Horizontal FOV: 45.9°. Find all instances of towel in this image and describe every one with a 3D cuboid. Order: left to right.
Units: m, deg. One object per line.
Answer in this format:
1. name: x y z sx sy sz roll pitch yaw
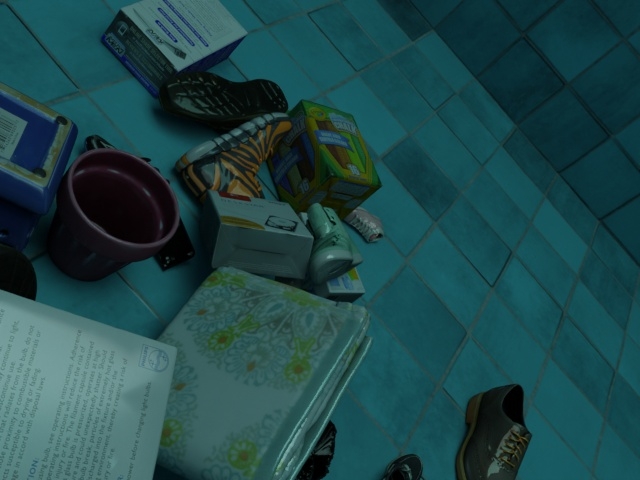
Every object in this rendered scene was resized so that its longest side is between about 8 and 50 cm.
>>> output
1. towel: -0.125 0.216 1.217 0.374 0.320 0.090 -54 146 -35

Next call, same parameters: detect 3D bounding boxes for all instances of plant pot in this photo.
1. plant pot: -0.528 -0.115 1.188 0.235 0.212 0.236 30 41 -26
2. plant pot: -0.372 -0.027 1.296 0.201 0.180 0.201 27 42 -27

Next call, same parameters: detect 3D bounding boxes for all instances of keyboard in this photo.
1. keyboard: -0.322 -0.038 1.455 0.100 0.038 0.192 -25 95 -32

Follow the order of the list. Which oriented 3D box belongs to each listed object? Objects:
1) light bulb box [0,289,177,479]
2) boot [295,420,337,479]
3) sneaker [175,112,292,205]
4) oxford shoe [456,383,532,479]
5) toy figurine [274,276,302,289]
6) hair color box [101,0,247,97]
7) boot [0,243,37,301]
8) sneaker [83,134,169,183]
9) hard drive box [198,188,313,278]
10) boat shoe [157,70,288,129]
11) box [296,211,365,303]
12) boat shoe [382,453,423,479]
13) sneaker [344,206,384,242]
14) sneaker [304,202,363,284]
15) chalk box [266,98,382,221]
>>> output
1. light bulb box: -0.419 0.212 0.871 0.361 0.358 0.225 24 55 -29
2. boot: -0.040 0.348 1.288 0.094 0.207 0.246 48 36 -2
3. sneaker: -0.158 -0.157 1.680 0.321 0.124 0.180 -33 91 -35
4. oxford shoe: 0.396 0.468 1.690 0.130 0.132 0.364 36 39 -18
5. toy figurine: -0.061 0.183 1.458 0.213 0.148 0.209 44 37 -8
6. hair color box: -0.336 -0.485 1.794 0.185 0.110 0.339 47 35 -5
7. boot: -0.576 0.036 1.023 0.284 0.377 0.138 13 76 7
8. sneaker: -0.375 -0.149 1.484 0.188 0.078 0.067 37 38 -15
9. hard drive box: -0.132 -0.015 1.482 0.181 0.089 0.232 9 16 -18
10. boat shoe: -0.225 -0.301 1.740 0.323 0.120 0.123 -3 68 -41
11. box: -0.003 0.051 1.669 0.114 0.103 0.203 4 56 -44
12. boat shoe: 0.159 0.479 1.494 0.206 0.065 0.075 -22 75 -52
13. sneaker: 0.111 -0.038 1.906 0.134 0.051 0.070 21 40 -39
14. sneaker: 0.000 0.000 1.508 0.151 0.094 0.256 58 11 7
15. chalk box: -0.010 -0.211 1.827 0.180 0.179 0.289 6 55 -44
